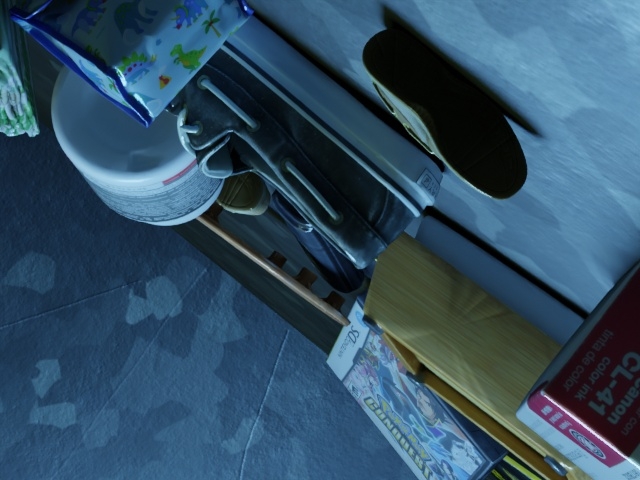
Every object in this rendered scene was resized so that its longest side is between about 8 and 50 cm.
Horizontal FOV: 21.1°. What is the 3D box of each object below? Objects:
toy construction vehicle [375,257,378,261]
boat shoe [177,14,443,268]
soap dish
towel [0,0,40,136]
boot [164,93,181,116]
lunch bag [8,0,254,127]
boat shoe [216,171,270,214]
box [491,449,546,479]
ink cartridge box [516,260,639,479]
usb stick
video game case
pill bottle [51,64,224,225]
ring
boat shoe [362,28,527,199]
[{"bbox_3d":[0.034,-0.011,1.815,0.086,0.035,0.098,34,171,36],"label":"toy construction vehicle"},{"bbox_3d":[-0.062,-0.104,1.386,0.335,0.119,0.121,37,172,21],"label":"boat shoe"},{"bbox_3d":[0.180,0.120,1.557,0.291,0.118,0.229,37,173,26],"label":"soap dish"},{"bbox_3d":[-0.282,-0.227,1.455,0.325,0.038,0.247,125,138,-82],"label":"towel"},{"bbox_3d":[-0.180,-0.212,1.561,0.246,0.083,0.161,46,179,-5],"label":"boot"},{"bbox_3d":[-0.151,-0.183,1.307,0.151,0.129,0.096,37,168,36],"label":"lunch bag"},{"bbox_3d":[-0.099,-0.064,2.103,0.059,0.063,0.170,31,180,-34],"label":"boat shoe"},{"bbox_3d":[0.303,0.315,2.307,0.257,0.079,0.322,35,172,46],"label":"box"},{"bbox_3d":[0.293,0.157,1.160,0.306,0.131,0.226,40,173,8],"label":"ink cartridge box"},{"bbox_3d":[0.000,0.000,2.019,0.077,0.045,0.278,36,173,18],"label":"usb stick"},{"bbox_3d":[0.120,0.214,2.257,0.275,0.035,0.248,52,158,13],"label":"video game case"},{"bbox_3d":[-0.179,-0.107,1.794,0.161,0.161,0.283,38,172,8],"label":"pill bottle"},{"bbox_3d":[-0.094,-0.002,2.116,0.337,0.032,0.336,36,177,2],"label":"ring"},{"bbox_3d":[0.081,-0.081,1.109,0.135,0.050,0.045,49,177,2],"label":"boat shoe"}]
